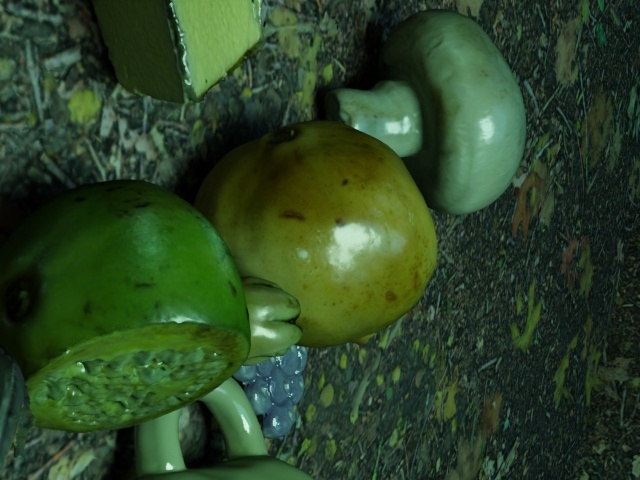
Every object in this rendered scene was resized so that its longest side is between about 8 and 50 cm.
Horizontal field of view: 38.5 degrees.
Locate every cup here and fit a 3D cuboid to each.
[{"bbox_3d":[-0.110,0.260,0.857,0.173,0.255,0.202,-44,154,20],"label":"cup"}]

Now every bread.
[{"bbox_3d":[-0.088,-0.244,0.710,0.178,0.135,0.240,-27,121,-33],"label":"bread"}]

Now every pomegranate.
[{"bbox_3d":[-0.002,-0.007,0.866,0.233,0.233,0.233,-21,115,-55],"label":"pomegranate"},{"bbox_3d":[-0.127,0.034,0.684,0.190,0.240,0.159,105,-28,-58],"label":"pomegranate"}]

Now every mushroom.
[{"bbox_3d":[0.109,-0.139,1.065,0.243,0.243,0.244,-21,115,-55],"label":"mushroom"}]

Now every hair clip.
[{"bbox_3d":[-0.063,0.117,0.976,0.124,0.052,0.195,-49,129,-54],"label":"hair clip"}]

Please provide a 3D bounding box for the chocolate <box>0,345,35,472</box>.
[{"bbox_3d":[-0.277,0.115,0.514,0.147,0.221,0.221,43,57,-25],"label":"chocolate"}]
